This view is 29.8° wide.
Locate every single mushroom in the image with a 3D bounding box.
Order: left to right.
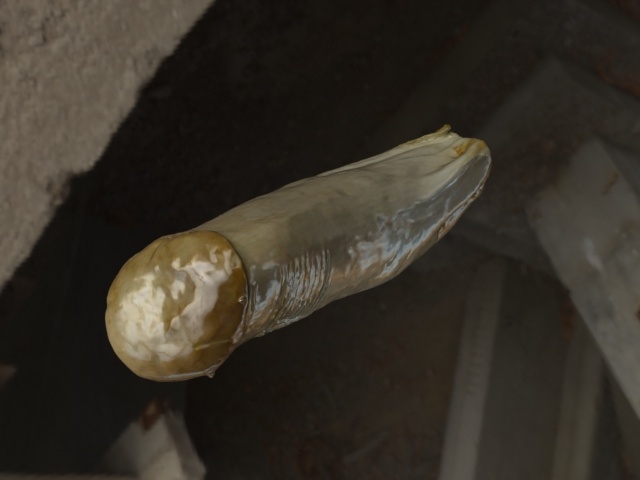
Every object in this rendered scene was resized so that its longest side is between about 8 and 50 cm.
[{"bbox_3d":[0.000,0.000,0.819,0.123,0.095,0.351,-38,174,40],"label":"mushroom"}]
